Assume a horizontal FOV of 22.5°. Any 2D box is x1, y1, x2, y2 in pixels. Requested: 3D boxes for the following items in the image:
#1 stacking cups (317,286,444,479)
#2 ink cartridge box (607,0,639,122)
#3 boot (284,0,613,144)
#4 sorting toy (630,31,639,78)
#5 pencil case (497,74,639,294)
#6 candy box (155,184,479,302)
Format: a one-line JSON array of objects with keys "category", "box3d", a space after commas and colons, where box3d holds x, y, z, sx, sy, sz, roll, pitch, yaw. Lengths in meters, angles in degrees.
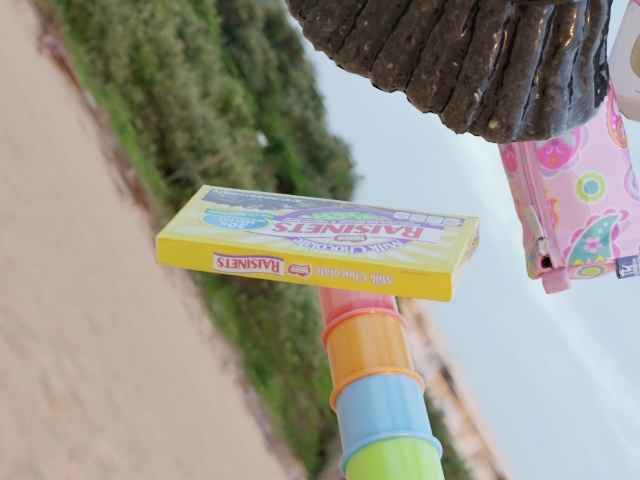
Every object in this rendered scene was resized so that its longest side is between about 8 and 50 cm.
[{"category": "stacking cups", "box3d": [0.050, 0.157, 1.314, 0.096, 0.096, 0.316, 67, 9, -50]}, {"category": "ink cartridge box", "box3d": [0.370, -0.198, 1.570, 0.127, 0.176, 0.128, 20, -1, 27]}, {"category": "boot", "box3d": [0.110, -0.131, 0.612, 0.348, 0.131, 0.260, 57, -37, 44]}, {"category": "sorting toy", "box3d": [0.261, -0.123, 0.807, 0.208, 0.038, 0.193, 41, -55, 33]}, {"category": "pencil case", "box3d": [0.222, -0.097, 1.512, 0.124, 0.124, 0.284, 158, -80, -85]}, {"category": "candy box", "box3d": [0.000, 0.000, 1.109, 0.105, 0.206, 0.027, -58, 152, -61]}]
